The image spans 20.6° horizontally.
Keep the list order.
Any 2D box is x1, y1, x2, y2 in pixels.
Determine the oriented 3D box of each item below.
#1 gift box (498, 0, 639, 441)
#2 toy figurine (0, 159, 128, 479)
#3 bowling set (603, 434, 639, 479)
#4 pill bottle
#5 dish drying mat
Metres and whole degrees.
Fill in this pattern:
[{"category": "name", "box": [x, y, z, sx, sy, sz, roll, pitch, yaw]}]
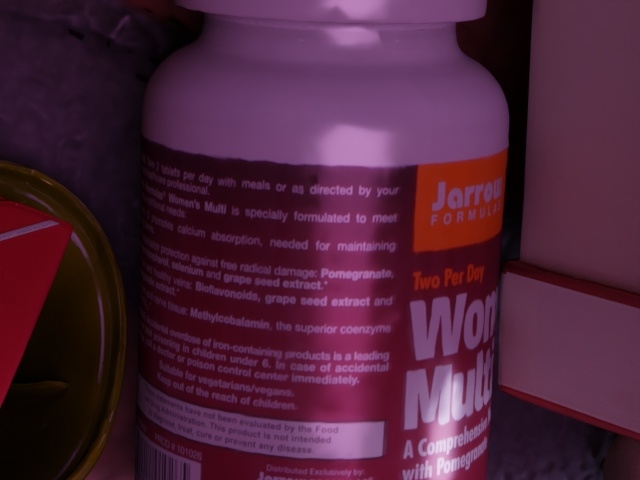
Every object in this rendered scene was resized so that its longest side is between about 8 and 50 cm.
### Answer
[{"category": "gift box", "box": [0.212, -0.034, 0.581, 0.255, 0.276, 0.258, -4, 100, -30]}, {"category": "toy figurine", "box": [-0.175, 0.168, 0.561, 0.191, 0.217, 0.363, 10, 56, -17]}, {"category": "bowling set", "box": [0.213, 0.194, 0.619, 0.154, 0.200, 0.287, -5, 92, -15]}, {"category": "pill bottle", "box": [0.000, 0.000, 0.584, 0.121, 0.121, 0.221, -1, 103, -17]}, {"category": "dish drying mat", "box": [-0.103, 0.023, 0.541, 0.032, 0.008, 0.083, 24, 54, -9]}]
